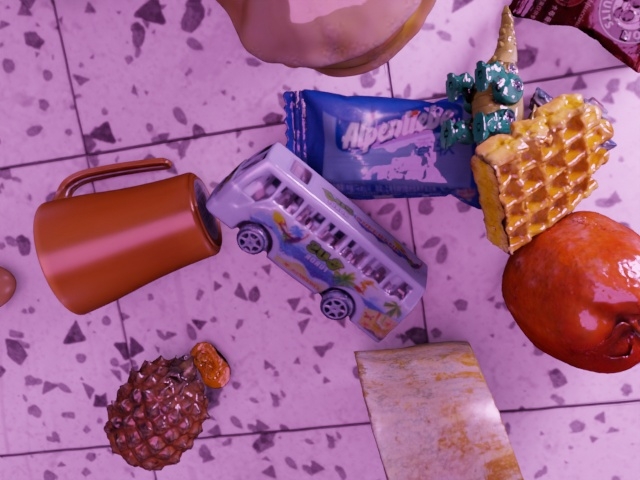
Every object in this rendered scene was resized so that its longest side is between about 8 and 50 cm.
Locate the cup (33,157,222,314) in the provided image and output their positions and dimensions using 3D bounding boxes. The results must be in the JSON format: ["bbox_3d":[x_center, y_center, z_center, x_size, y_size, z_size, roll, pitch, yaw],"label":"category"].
[{"bbox_3d":[-0.298,-0.023,1.171,0.263,0.182,0.226,-18,67,5],"label":"cup"}]

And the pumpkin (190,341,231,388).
[{"bbox_3d":[-0.177,0.202,1.251,0.050,0.028,0.083,-34,86,6],"label":"pumpkin"}]

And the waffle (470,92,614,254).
[{"bbox_3d":[0.299,-0.102,0.998,0.210,0.055,0.161,-34,131,-12],"label":"waffle"}]

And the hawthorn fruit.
[{"bbox_3d":[0.369,0.079,1.008,0.211,0.299,0.212,-2,108,-7],"label":"hawthorn fruit"}]

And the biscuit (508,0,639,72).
[{"bbox_3d":[0.384,-0.326,1.011,0.235,0.063,0.151,31,111,15],"label":"biscuit"}]

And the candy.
[{"bbox_3d":[0.107,-0.130,1.118,0.330,0.077,0.187,0,95,7],"label":"candy"}]

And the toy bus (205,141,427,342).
[{"bbox_3d":[0.000,0.000,1.108,0.329,0.109,0.136,39,120,-11],"label":"toy bus"}]

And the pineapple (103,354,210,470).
[{"bbox_3d":[-0.249,0.259,1.209,0.166,0.166,0.193,35,104,1],"label":"pineapple"}]

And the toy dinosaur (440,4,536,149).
[{"bbox_3d":[0.237,-0.201,1.032,0.094,0.153,0.260,-8,83,49],"label":"toy dinosaur"}]

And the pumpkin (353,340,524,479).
[{"bbox_3d":[0.175,0.286,1.077,0.199,0.332,0.333,-17,98,-2],"label":"pumpkin"}]

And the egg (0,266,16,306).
[{"bbox_3d":[-0.552,0.079,1.261,0.096,0.080,0.080,-1,101,1],"label":"egg"}]

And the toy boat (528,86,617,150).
[{"bbox_3d":[0.361,-0.174,1.072,0.140,0.059,0.066,38,120,-2],"label":"toy boat"}]

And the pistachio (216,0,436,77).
[{"bbox_3d":[-0.019,-0.430,0.969,0.365,0.281,0.446,-11,95,15],"label":"pistachio"}]
